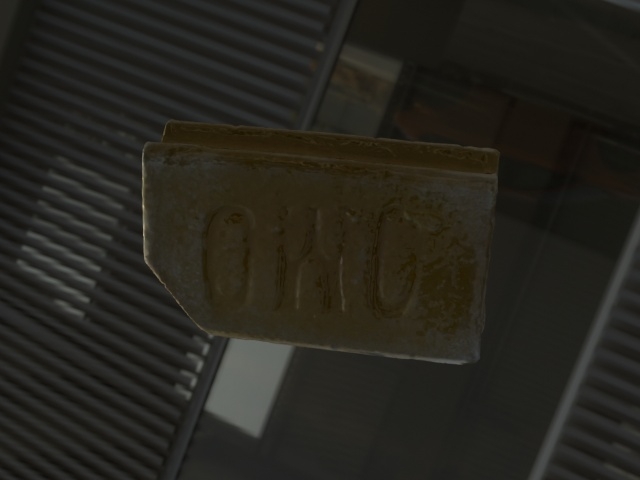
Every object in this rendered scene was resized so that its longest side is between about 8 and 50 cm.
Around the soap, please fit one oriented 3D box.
[{"bbox_3d":[0.000,0.000,0.790,0.231,0.140,0.073,6,-158,8],"label":"soap"}]
